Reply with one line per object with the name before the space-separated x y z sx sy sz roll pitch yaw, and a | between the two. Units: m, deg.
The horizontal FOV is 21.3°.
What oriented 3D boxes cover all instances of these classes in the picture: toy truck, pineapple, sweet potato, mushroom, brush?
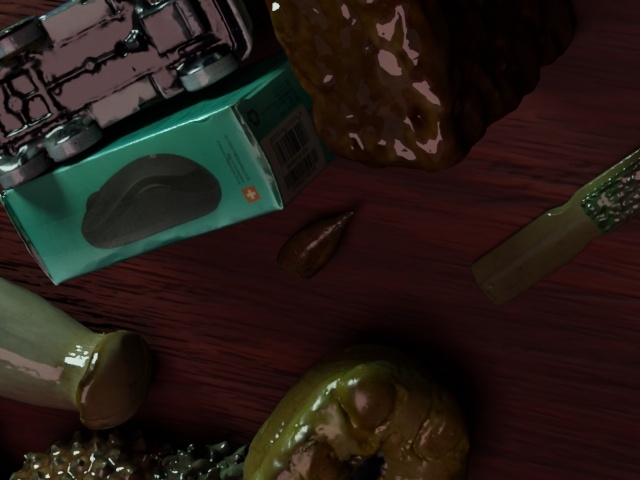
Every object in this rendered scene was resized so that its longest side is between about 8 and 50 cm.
toy truck | -0.243 -0.174 1.699 0.367 0.175 0.146 -24 105 12
pineapple | -0.194 0.283 1.982 0.361 0.175 0.175 -17 107 19
sweet potato | 0.000 0.000 1.784 0.049 0.049 0.117 46 130 -2
mushroom | -0.391 0.104 1.984 0.407 0.137 0.154 13 109 17
brush | 0.253 -0.017 1.655 0.282 0.048 0.054 -37 93 37

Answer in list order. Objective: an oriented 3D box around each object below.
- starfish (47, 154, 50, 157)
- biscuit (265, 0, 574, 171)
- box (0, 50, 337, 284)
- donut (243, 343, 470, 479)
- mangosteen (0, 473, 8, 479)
starfish | -0.365 -0.160 1.865 0.190 0.074 0.146 20 121 15
biscuit | 0.062 -0.279 1.433 0.166 0.342 0.395 -7 110 32
box | -0.138 -0.078 1.718 0.311 0.205 0.118 -17 104 31
donut | 0.037 0.236 1.798 0.208 0.128 0.261 37 104 -24
mangosteen | -0.481 0.349 2.123 0.243 0.243 0.243 12 120 21
